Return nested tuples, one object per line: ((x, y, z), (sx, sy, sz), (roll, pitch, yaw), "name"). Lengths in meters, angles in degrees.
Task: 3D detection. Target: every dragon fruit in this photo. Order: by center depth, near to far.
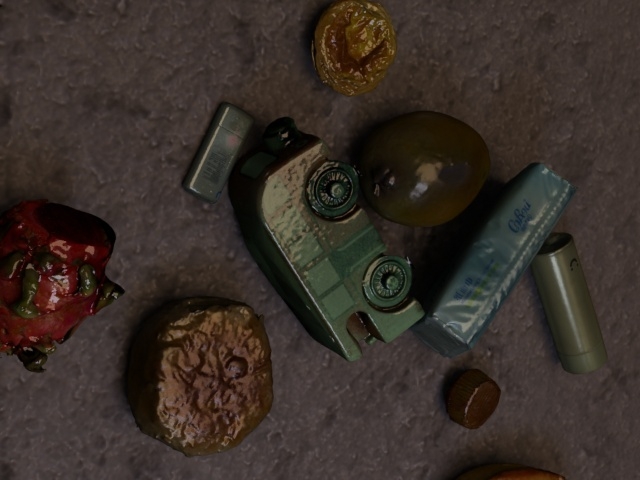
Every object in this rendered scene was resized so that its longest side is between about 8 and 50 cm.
((-0.312, 0.053, 1.517), (0.172, 0.166, 0.160), (-62, 169, 27), "dragon fruit")

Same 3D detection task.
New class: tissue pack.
((0.227, 0.027, 1.819), (0.089, 0.177, 0.263), (34, 78, -1), "tissue pack")

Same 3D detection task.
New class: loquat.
((0.140, -0.094, 1.769), (0.195, 0.152, 0.152), (-13, 104, -36), "loquat")

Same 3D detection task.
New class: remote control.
((-0.126, -0.109, 1.679), (0.053, 0.018, 0.124), (27, 83, -29), "remote control")

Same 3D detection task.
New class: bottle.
((0.359, 0.092, 1.963), (0.072, 0.072, 0.201), (-29, 111, -23), "bottle")

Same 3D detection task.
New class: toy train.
((0.000, 0.000, 1.710), (0.159, 0.129, 0.326), (-38, 115, -14), "toy train")

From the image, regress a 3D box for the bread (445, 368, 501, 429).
((0.211, 0.222, 1.909), (0.085, 0.053, 0.085), (-24, 127, -37), "bread")

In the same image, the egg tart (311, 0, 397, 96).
((0.040, -0.247, 1.734), (0.130, 0.052, 0.130), (-4, 98, -30), "egg tart")

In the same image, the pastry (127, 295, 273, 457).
((-0.149, 0.165, 1.665), (0.182, 0.093, 0.192), (-5, 96, -29), "pastry")

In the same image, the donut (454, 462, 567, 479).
((0.267, 0.432, 1.938), (0.253, 0.118, 0.253), (-7, 102, -32), "donut")
